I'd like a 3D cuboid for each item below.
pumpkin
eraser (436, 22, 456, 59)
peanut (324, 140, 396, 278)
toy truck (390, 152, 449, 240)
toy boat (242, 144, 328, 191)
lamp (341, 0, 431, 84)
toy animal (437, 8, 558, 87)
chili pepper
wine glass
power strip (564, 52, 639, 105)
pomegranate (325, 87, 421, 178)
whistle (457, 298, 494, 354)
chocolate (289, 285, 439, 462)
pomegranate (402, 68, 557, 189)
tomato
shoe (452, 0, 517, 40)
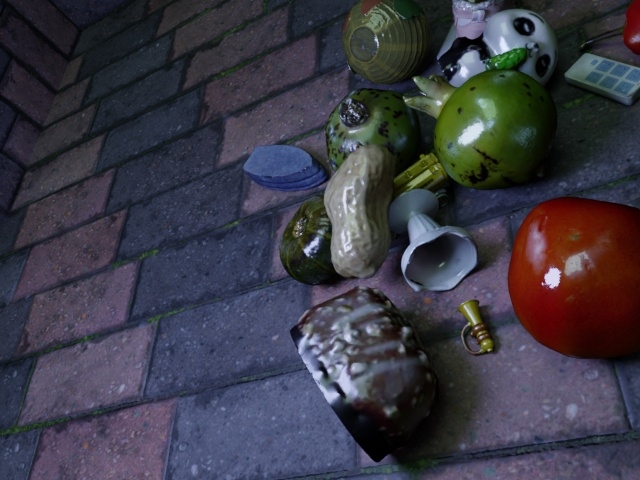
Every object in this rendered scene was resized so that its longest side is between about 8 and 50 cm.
[{"bbox_3d":[0.000,0.000,1.489,0.224,0.157,0.223,-39,31,29],"label":"pumpkin"},{"bbox_3d":[0.393,-0.550,1.709,0.104,0.023,0.150,10,65,38],"label":"eraser"},{"bbox_3d":[0.082,-0.061,1.343,0.159,0.143,0.291,-6,78,58],"label":"peanut"},{"bbox_3d":[0.195,-0.104,1.457,0.227,0.114,0.098,-35,45,9],"label":"toy truck"},{"bbox_3d":[-0.098,-0.205,1.769,0.283,0.078,0.127,12,63,42],"label":"toy boat"},{"bbox_3d":[0.198,-0.561,1.724,0.250,0.250,0.284,11,27,40],"label":"lamp"},{"bbox_3d":[0.420,-0.412,1.461,0.267,0.213,0.212,-29,46,24],"label":"toy animal"},{"bbox_3d":[0.722,-0.461,1.334,0.135,0.131,0.338,-40,42,-9],"label":"chili pepper"},{"bbox_3d":[0.228,-0.004,1.340,0.165,0.165,0.196,-34,37,10],"label":"wine glass"},{"bbox_3d":[0.637,-0.360,1.387,0.081,0.035,0.192,-46,45,-2],"label":"power strip"},{"bbox_3d":[0.120,-0.255,1.517,0.255,0.270,0.254,-7,73,24],"label":"pomegranate"},{"bbox_3d":[0.301,0.175,1.228,0.057,0.046,0.109,-17,55,6],"label":"whistle"},{"bbox_3d":[0.101,0.228,1.211,0.210,0.225,0.340,-35,48,-1],"label":"chocolate"},{"bbox_3d":[0.335,-0.245,1.328,0.341,0.260,0.260,27,74,11],"label":"pomegranate"},{"bbox_3d":[0.458,0.050,1.077,0.299,0.226,0.298,-20,46,22],"label":"tomato"},{"bbox_3d":[0.425,-0.636,1.603,0.172,0.198,0.350,-2,63,13],"label":"shoe"}]
